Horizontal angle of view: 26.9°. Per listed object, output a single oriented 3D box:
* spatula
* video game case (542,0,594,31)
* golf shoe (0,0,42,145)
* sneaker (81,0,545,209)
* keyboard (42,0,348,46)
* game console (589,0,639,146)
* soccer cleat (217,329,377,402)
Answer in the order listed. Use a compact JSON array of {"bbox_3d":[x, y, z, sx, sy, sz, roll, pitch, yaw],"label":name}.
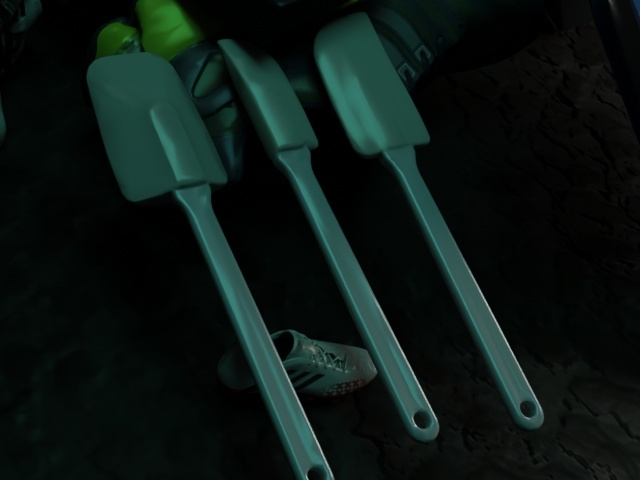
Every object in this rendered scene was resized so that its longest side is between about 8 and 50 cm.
[{"bbox_3d":[0.000,0.000,0.645,0.168,0.019,0.242,-13,69,-31],"label":"spatula"},{"bbox_3d":[0.135,-0.326,0.959,0.061,0.244,0.269,-21,50,-3],"label":"video game case"},{"bbox_3d":[-0.188,-0.118,0.723,0.094,0.077,0.198,-7,49,-29],"label":"golf shoe"},{"bbox_3d":[0.019,-0.089,0.771,0.300,0.111,0.121,-20,63,-30],"label":"sneaker"},{"bbox_3d":[-0.123,-0.192,0.739,0.317,0.033,0.201,34,50,30],"label":"keyboard"},{"bbox_3d":[0.271,-0.145,0.785,0.250,0.173,0.293,14,51,4],"label":"game console"},{"bbox_3d":[-0.008,0.057,0.636,0.083,0.035,0.029,0,45,-22],"label":"soccer cleat"}]
